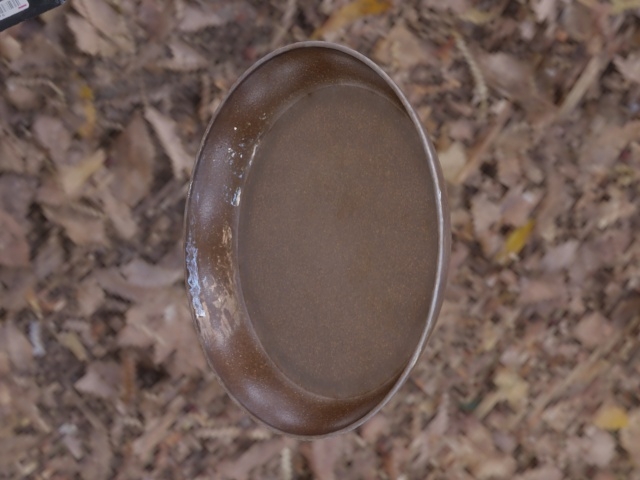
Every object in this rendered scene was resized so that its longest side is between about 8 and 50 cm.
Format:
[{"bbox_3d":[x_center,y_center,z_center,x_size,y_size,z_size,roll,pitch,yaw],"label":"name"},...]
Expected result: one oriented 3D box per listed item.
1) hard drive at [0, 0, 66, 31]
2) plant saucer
[{"bbox_3d":[-0.307,-0.283,1.585,0.237,0.339,0.064,-19,112,24],"label":"hard drive"},{"bbox_3d":[0.000,0.000,1.228,0.050,0.310,0.310,0,119,-40],"label":"plant saucer"}]
